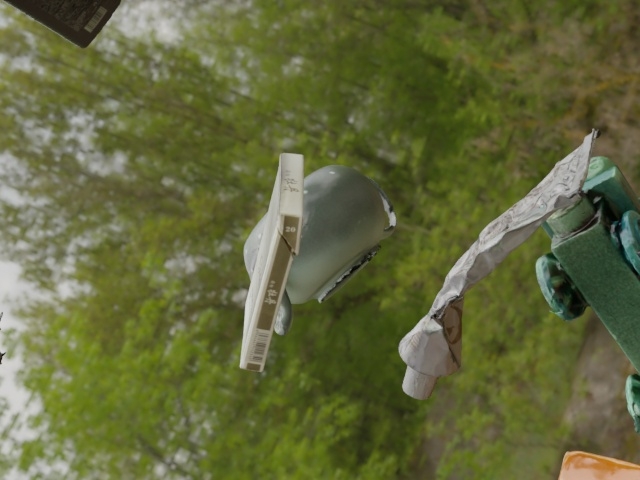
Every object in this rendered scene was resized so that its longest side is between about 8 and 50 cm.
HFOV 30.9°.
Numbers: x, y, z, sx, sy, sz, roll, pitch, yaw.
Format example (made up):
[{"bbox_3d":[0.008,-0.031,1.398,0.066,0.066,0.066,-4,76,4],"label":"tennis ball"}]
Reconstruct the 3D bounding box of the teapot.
[{"bbox_3d":[0.000,0.000,1.440,0.294,0.129,0.193,-36,-8,-45],"label":"teapot"}]

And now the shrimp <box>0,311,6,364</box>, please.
[{"bbox_3d":[-0.382,0.106,1.093,0.174,0.076,0.082,-15,-61,-42],"label":"shrimp"}]

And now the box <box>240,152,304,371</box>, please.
[{"bbox_3d":[-0.047,0.024,1.150,0.109,0.029,0.198,-90,13,-54],"label":"box"}]

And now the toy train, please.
[{"bbox_3d":[0.322,0.055,1.135,0.120,0.298,0.194,-28,18,30],"label":"toy train"}]

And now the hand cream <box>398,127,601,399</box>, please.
[{"bbox_3d":[0.124,0.026,0.862,0.257,0.050,0.084,-60,-3,36],"label":"hand cream"}]

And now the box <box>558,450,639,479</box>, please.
[{"bbox_3d":[0.294,0.290,0.784,0.341,0.143,0.225,3,66,54],"label":"box"}]

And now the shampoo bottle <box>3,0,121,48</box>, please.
[{"bbox_3d":[-0.372,-0.346,1.502,0.098,0.071,0.309,-51,-20,4],"label":"shampoo bottle"}]
